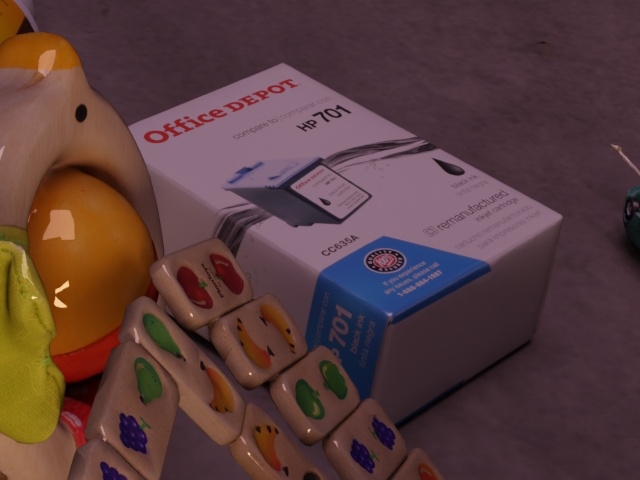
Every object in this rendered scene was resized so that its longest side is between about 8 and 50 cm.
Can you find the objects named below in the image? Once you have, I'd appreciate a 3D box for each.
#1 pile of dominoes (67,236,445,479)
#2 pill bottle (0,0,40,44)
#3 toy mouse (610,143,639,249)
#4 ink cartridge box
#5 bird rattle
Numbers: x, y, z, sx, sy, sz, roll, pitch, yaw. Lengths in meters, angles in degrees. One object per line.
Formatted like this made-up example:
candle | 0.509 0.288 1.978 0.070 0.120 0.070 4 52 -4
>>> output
pile of dominoes | 0.023 0.105 0.702 0.251 0.040 0.196 48 24 -21
pill bottle | -0.208 -0.069 0.982 0.117 0.117 0.215 9 34 0
toy mouse | 0.216 -0.011 1.075 0.143 0.031 0.161 29 38 27
ink cartridge box | 0.000 0.000 0.963 0.191 0.082 0.140 32 40 29
bird rattle | -0.098 0.042 0.722 0.143 0.253 0.207 -5 49 27
